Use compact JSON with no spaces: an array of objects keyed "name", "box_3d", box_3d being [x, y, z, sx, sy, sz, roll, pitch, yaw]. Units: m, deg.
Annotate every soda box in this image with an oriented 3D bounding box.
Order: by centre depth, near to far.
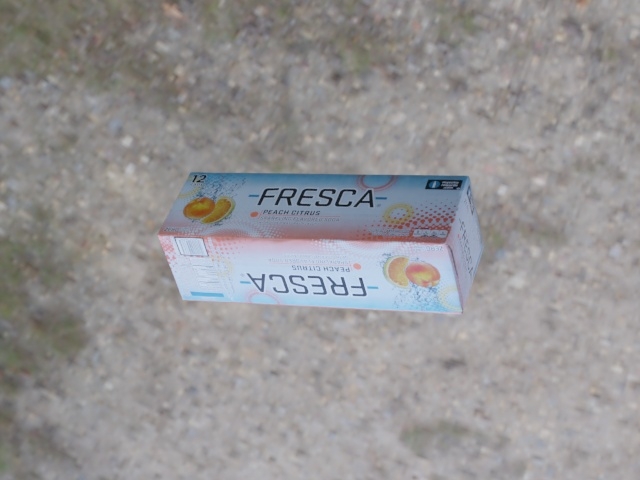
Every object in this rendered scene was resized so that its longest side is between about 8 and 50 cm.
[{"name":"soda box","box_3d":[0.000,0.000,0.842,0.183,0.063,0.058,2,133,21]}]
